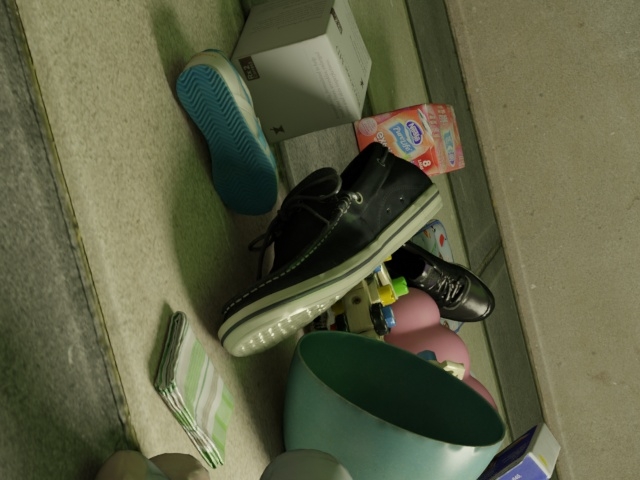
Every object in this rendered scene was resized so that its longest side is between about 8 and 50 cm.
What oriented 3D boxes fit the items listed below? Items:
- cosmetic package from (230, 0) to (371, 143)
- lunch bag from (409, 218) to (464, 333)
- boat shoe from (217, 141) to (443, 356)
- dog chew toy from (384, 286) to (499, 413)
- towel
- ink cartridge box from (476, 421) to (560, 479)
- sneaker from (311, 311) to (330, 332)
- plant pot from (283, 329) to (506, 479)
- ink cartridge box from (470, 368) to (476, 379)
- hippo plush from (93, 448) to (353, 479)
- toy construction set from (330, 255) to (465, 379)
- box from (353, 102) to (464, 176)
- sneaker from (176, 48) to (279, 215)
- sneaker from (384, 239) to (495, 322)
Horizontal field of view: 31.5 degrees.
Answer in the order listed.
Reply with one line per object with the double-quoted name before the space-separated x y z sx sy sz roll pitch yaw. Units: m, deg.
"cosmetic package" -0.024 -0.266 1.691 0.183 0.152 0.151 -79 150 -51
"lunch bag" 0.188 0.075 2.192 0.303 0.115 0.243 -25 99 -72
"boat shoe" 0.000 0.000 1.505 0.156 0.187 0.500 51 38 0
"dog chew toy" 0.169 0.231 1.892 0.207 0.207 0.331 6 64 -72
"towel" -0.133 0.166 1.263 0.113 0.023 0.152 -82 154 -46
"ink cartridge box" 0.236 0.422 1.791 0.072 0.304 0.307 52 15 7
"sneaker" -0.005 0.125 1.687 0.083 0.032 0.037 -93 161 -61
"plant pot" 0.069 0.272 1.481 0.195 0.290 0.290 -68 168 13
"ink cartridge box" 0.217 0.295 2.093 0.176 0.127 0.128 44 36 -60
"hippo plush" -0.064 0.312 1.016 0.234 0.237 0.294 -33 109 -72
"toy construction set" 0.087 0.117 1.731 0.327 0.151 0.215 59 -1 39
"box" 0.187 -0.194 2.302 0.300 0.154 0.142 -21 98 -73
"sneaker" -0.107 -0.137 1.455 0.092 0.088 0.228 -77 152 -58
"sneaker" 0.185 0.071 1.971 0.283 0.107 0.124 29 4 -11
